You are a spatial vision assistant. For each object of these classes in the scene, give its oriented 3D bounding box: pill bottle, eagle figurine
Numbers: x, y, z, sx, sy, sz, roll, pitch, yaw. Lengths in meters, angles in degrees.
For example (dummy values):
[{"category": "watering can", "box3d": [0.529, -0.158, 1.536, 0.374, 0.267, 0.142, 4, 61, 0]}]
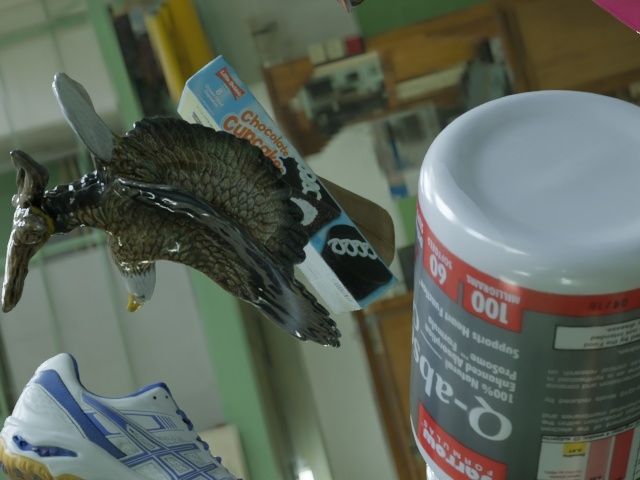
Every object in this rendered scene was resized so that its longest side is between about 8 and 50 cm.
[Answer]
[{"category": "pill bottle", "box3d": [0.174, 0.086, 1.153, 0.210, 0.210, 0.363, -101, 8, -49]}, {"category": "eagle figurine", "box3d": [-0.132, -0.014, 1.363, 0.225, 0.298, 0.226, 118, 153, -70]}]

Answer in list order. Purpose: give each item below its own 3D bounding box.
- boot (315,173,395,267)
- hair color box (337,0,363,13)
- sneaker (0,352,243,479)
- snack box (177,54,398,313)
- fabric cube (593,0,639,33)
[{"category": "boot", "box3d": [0.000, 0.000, 2.024, 0.269, 0.089, 0.236, 33, -131, -41]}, {"category": "hair color box", "box3d": [0.040, -0.324, 1.783, 0.043, 0.072, 0.141, 49, -179, 8]}, {"category": "sneaker", "box3d": [-0.139, 0.197, 1.373, 0.112, 0.296, 0.131, 135, 156, -65]}, {"category": "snack box", "box3d": [-0.045, -0.058, 1.752, 0.322, 0.060, 0.187, 52, 170, -2]}, {"category": "fabric cube", "box3d": [0.571, -0.420, 2.101, 0.259, 0.254, 0.258, 39, 157, 16]}]
